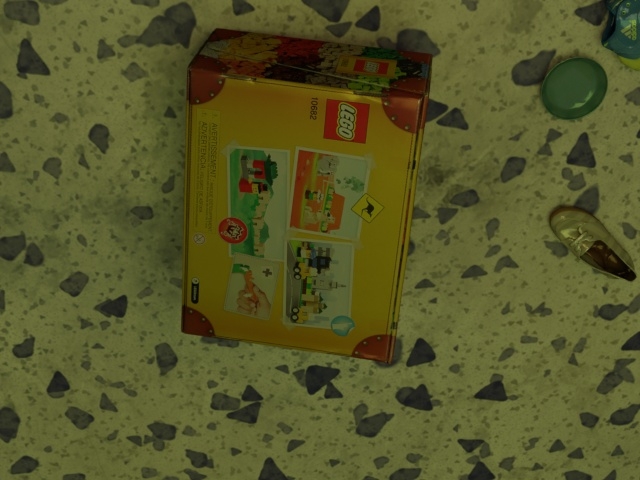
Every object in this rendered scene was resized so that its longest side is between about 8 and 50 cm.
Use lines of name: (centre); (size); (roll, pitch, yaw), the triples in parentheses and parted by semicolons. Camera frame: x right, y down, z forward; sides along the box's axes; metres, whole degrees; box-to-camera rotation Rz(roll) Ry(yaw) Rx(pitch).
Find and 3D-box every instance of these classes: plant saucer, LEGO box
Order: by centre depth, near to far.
LEGO box: (-0.028, -0.070, 1.877); (0.372, 0.193, 0.500); (8, 119, 4)
plant saucer: (0.442, -0.269, 1.961); (0.119, 0.021, 0.119); (-3, 121, -5)

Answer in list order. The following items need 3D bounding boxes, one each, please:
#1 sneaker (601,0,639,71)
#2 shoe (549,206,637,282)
sneaker: (0.554, -0.397, 1.859); (0.126, 0.091, 0.240); (19, 117, -16)
shoe: (0.520, 0.010, 2.114); (0.219, 0.058, 0.076); (34, 111, -23)
